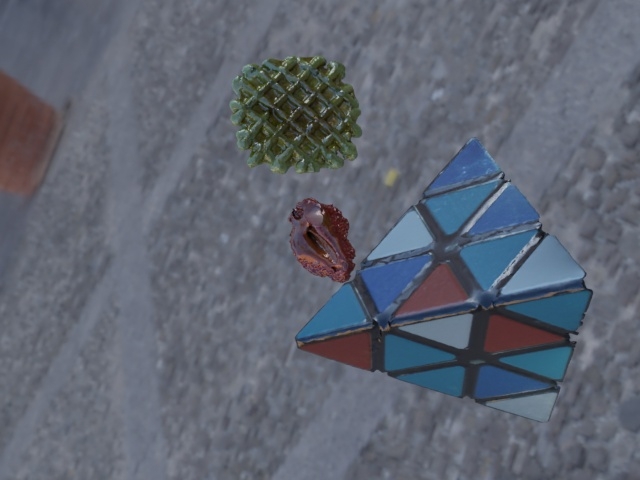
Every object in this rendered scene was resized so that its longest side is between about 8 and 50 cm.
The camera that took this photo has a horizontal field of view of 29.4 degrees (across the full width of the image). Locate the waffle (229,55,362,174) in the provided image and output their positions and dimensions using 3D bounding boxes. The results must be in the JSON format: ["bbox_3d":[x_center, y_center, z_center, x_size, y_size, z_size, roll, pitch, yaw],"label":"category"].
[{"bbox_3d":[-0.033,-0.170,1.657,0.036,0.184,0.169,130,131,-72],"label":"waffle"}]

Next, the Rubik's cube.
[{"bbox_3d":[0.136,0.107,1.120,0.250,0.234,0.284,-33,31,0],"label":"Rubik's cube"}]

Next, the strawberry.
[{"bbox_3d":[-0.002,-0.001,1.790,0.104,0.048,0.152,-55,50,16],"label":"strawberry"}]
